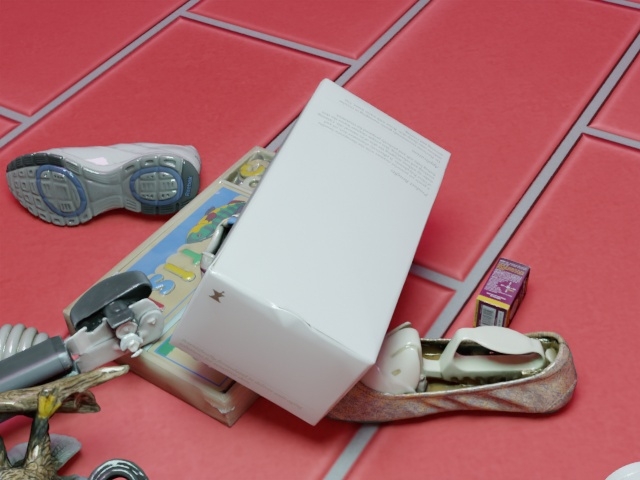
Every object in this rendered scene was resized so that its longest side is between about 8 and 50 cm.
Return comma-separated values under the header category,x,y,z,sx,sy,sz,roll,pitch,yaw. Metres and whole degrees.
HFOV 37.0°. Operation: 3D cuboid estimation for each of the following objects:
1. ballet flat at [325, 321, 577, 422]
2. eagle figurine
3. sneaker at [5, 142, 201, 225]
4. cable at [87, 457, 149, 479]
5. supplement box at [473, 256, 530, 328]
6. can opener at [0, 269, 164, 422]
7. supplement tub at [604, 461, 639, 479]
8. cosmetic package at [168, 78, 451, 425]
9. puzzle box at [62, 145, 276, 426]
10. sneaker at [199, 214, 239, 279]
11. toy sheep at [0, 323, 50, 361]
category,x,y,z,sx,sy,sz,roll,pitch,yaw
ballet flat,0.135,0.141,1.100,0.316,0.106,0.107,-4,42,1
eagle figurine,-0.301,0.291,0.954,0.226,0.225,0.298,-25,67,38
sneaker,-0.314,-0.092,1.413,0.297,0.111,0.129,2,23,6
cable,-0.144,0.344,0.879,0.139,0.072,0.287,-37,72,-16
supplement box,0.228,0.071,1.206,0.043,0.055,0.083,19,48,21
can opener,-0.310,0.136,1.103,0.280,0.074,0.093,-29,50,-17
supplement tub,0.333,0.284,0.956,0.071,0.071,0.107,-12,43,-8
cosmetic package,0.000,0.000,1.106,0.197,0.155,0.365,32,46,-4
puzzle box,-0.100,0.038,1.272,0.272,0.052,0.409,23,49,26
sneaker,-0.086,-0.007,1.218,0.069,0.084,0.185,18,48,22
toy sheep,-0.375,0.142,1.159,0.132,0.091,0.091,11,42,-9
